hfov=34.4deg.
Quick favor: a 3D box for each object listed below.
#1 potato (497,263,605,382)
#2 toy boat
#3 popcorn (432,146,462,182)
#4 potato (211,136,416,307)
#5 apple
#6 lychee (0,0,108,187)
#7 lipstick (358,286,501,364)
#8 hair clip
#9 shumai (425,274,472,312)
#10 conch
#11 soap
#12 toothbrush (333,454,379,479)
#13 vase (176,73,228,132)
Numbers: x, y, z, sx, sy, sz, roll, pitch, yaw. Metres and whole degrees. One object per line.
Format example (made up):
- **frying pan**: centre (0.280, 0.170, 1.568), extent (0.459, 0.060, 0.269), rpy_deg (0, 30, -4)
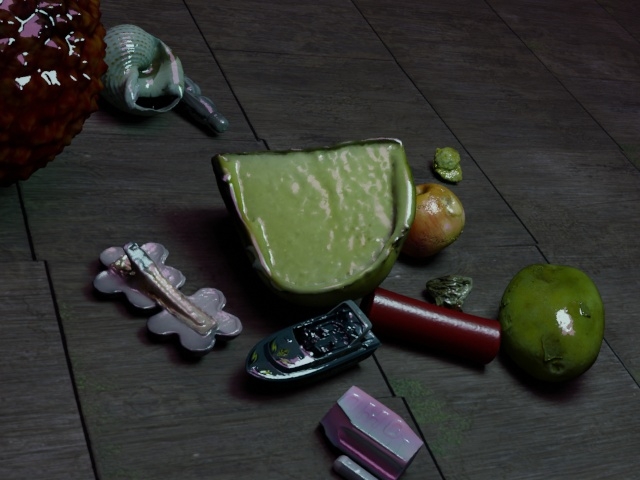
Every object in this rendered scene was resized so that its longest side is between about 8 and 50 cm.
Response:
- **potato**: centre (0.404, 0.135, 1.805), extent (0.186, 0.148, 0.253), rpy_deg (16, 36, -13)
- **toy boat**: centre (-0.015, 0.164, 1.588), extent (0.246, 0.103, 0.093), rpy_deg (-16, 55, -37)
- **popcorn**: centre (0.267, -0.158, 2.177), extent (0.059, 0.068, 0.083), rpy_deg (-18, 75, -2)
- **potato**: centre (0.000, 0.000, 1.742), extent (0.330, 0.213, 0.280), rpy_deg (-7, 63, 0)
- **apple**: centre (0.191, -0.041, 1.917), extent (0.146, 0.146, 0.146), rpy_deg (15, 37, -11)
- **lychee**: centre (-0.573, -0.272, 1.594), extent (0.500, 0.424, 0.424), rpy_deg (-24, 53, -15)
- **lipstick**: centre (0.183, 0.142, 1.737), extent (0.241, 0.080, 0.080), rpy_deg (17, 37, -9)
- **hair clip**: centre (-0.239, 0.082, 1.600), extent (0.257, 0.075, 0.146), rpy_deg (40, 42, 12)
- **shumai**: centre (0.232, 0.105, 1.838), extent (0.083, 0.082, 0.080), rpy_deg (-1, 79, -10)
- **conch**: centre (-0.363, -0.311, 1.974), extent (0.172, 0.131, 0.200), rpy_deg (27, 57, -41)
- **soap**: centre (0.072, 0.280, 1.513), extent (0.149, 0.056, 0.100), rpy_deg (34, 25, 16)
- **toothbrush**: centre (0.160, 0.405, 1.435), extent (0.342, 0.030, 0.025), rpy_deg (34, 37, 15)
- **vase**: centre (-0.257, -0.280, 2.046), extent (0.060, 0.060, 0.211), rpy_deg (-21, 54, -43)
